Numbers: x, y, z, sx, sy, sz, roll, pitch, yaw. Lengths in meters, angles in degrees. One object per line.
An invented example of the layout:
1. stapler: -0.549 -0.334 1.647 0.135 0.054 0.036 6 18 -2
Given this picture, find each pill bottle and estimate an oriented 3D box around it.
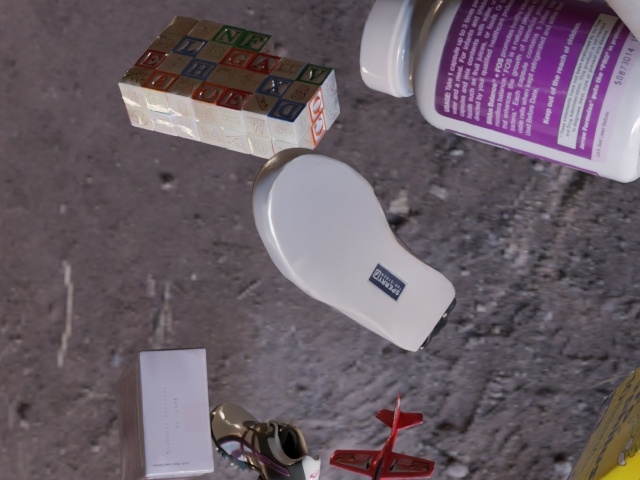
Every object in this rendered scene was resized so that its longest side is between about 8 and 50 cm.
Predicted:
1. pill bottle: 0.200 -0.177 1.198 0.301 0.169 0.169 19 97 20

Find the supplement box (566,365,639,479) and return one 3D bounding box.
1. supplement box: 0.406 0.232 1.244 0.195 0.356 0.194 31 62 8

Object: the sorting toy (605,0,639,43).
1. sorting toy: 0.129 -0.098 0.403 0.083 0.045 0.075 -27 82 32

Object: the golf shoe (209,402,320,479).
1. golf shoe: -0.079 0.318 1.826 0.273 0.105 0.120 41 115 46

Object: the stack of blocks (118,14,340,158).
1. stack of blocks: -0.125 -0.226 1.746 0.297 0.087 0.171 16 52 23

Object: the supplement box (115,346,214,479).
1. supplement box: -0.175 0.200 1.288 0.239 0.073 0.130 139 128 -68

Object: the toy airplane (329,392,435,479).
1. toy airplane: 0.087 0.273 1.547 0.151 0.028 0.151 -14 52 19

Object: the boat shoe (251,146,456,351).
1. boat shoe: 0.000 0.000 1.229 0.158 0.340 0.127 28 78 42
